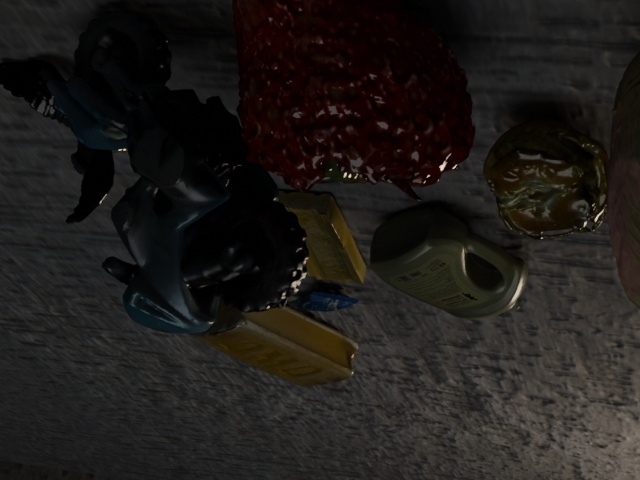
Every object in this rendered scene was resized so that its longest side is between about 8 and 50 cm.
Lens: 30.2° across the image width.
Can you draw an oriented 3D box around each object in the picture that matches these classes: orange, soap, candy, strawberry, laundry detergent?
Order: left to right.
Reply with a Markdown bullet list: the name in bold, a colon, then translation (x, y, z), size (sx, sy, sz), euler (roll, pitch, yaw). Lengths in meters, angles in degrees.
- **soap**: translation (-0.084, 0.183, 2.203), size (0.274, 0.089, 0.173), euler (28, 151, -32)
- **soap**: translation (0.000, -0.001, 1.822), size (0.092, 0.037, 0.252), euler (6, 156, 18)
- **candy**: translation (0.001, 0.106, 2.057), size (0.088, 0.038, 0.136), euler (8, 166, -22)
- **strawberry**: translation (0.030, -0.168, 1.268), size (0.261, 0.258, 0.261), euler (-2, -179, 0)
- **laundry detergent**: translation (0.207, 0.045, 1.752), size (0.253, 0.091, 0.181), euler (29, 146, -31)
- **orange**: translation (0.275, -0.081, 1.422), size (0.160, 0.112, 0.170), euler (27, 131, -5)

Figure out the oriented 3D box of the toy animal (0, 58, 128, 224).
- **toy animal**: translation (-0.288, -0.162, 1.541), size (0.272, 0.197, 0.160), euler (52, -176, 17)

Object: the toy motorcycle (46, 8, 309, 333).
- **toy motorcycle**: translation (-0.188, -0.061, 1.357), size (0.232, 0.416, 0.172), euler (-43, 163, 23)

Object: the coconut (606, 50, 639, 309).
- **coconut**: translation (0.469, -0.033, 1.113), size (0.404, 0.405, 0.404), euler (11, 156, 5)
